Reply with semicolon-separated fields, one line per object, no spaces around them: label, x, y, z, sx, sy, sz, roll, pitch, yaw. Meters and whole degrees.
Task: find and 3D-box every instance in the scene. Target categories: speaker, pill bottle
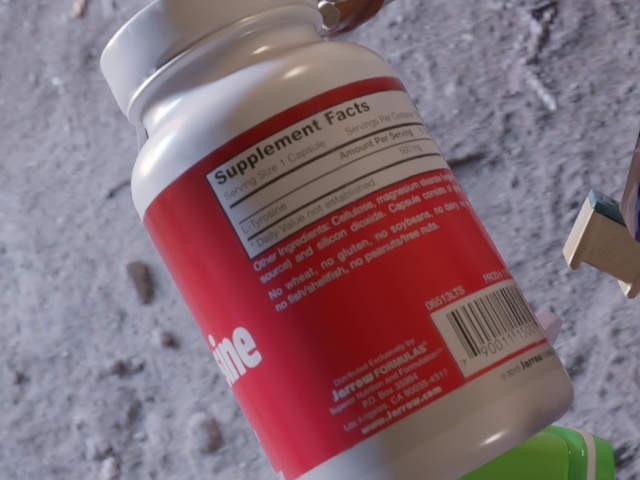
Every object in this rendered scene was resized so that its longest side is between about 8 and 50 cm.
speaker;0.181;0.265;1.697;0.296;0.131;0.131;8;106;-1
pill bottle;0.000;0.000;1.117;0.229;0.229;0.408;-36;79;35

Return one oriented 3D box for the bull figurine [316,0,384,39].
bull figurine;0.073;-0.306;1.321;0.101;0.188;0.310;37;103;5

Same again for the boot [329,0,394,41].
boot;0.150;-0.447;1.880;0.445;0.367;0.146;-25;77;11

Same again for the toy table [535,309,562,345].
toy table;0.203;0.160;2.032;0.161;0.274;0.252;32;125;19

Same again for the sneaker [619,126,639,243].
sneaker;0.386;-0.047;1.029;0.127;0.315;0.182;83;166;-55

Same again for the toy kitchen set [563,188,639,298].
toy kitchen set;0.309;-0.022;1.332;0.166;0.207;0.122;27;106;-4

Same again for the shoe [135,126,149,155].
shoe;-0.124;-0.112;1.321;0.081;0.063;0.178;14;136;17
